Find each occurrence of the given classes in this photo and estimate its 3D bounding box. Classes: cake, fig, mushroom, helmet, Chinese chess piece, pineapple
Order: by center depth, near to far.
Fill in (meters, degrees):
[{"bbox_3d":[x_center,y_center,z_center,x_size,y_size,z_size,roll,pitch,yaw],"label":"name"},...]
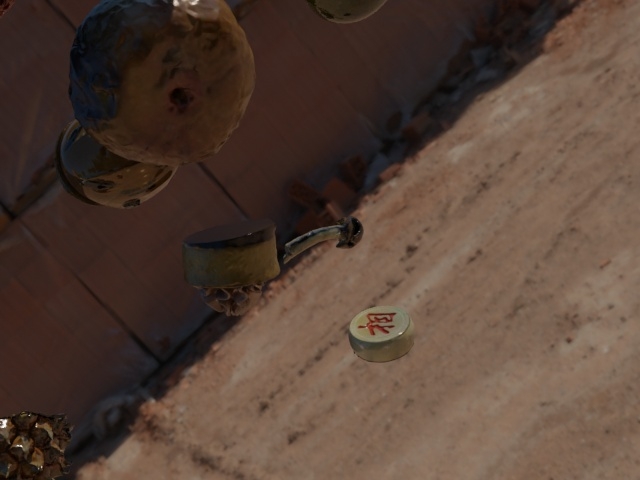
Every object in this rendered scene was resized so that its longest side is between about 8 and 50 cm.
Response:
[{"bbox_3d":[-0.259,-0.283,1.459,0.286,0.286,0.368,-38,30,3],"label":"fig"},{"bbox_3d":[-0.496,0.448,1.462,0.263,0.271,0.262,-17,-25,-8],"label":"pineapple"},{"bbox_3d":[-0.343,-0.161,1.583,0.224,0.198,0.130,-22,-2,-22],"label":"helmet"},{"bbox_3d":[0.111,0.169,1.665,0.122,0.051,0.122,-8,30,4],"label":"Chinese chess piece"},{"bbox_3d":[0.000,0.000,1.702,0.187,0.060,0.061,-16,4,-32],"label":"mushroom"},{"bbox_3d":[-0.166,0.063,1.804,0.208,0.178,0.185,-10,11,18],"label":"cake"}]

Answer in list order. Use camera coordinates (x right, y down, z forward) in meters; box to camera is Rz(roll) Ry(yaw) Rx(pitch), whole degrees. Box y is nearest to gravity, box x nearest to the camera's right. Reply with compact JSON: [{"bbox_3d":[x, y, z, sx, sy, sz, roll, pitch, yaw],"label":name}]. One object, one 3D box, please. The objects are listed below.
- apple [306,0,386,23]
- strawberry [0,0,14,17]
[{"bbox_3d":[0.028,-0.399,1.261,0.157,0.196,0.196,-33,18,20],"label":"apple"},{"bbox_3d":[-0.549,-0.350,1.370,0.236,0.175,0.107,-7,-12,-12],"label":"strawberry"}]
